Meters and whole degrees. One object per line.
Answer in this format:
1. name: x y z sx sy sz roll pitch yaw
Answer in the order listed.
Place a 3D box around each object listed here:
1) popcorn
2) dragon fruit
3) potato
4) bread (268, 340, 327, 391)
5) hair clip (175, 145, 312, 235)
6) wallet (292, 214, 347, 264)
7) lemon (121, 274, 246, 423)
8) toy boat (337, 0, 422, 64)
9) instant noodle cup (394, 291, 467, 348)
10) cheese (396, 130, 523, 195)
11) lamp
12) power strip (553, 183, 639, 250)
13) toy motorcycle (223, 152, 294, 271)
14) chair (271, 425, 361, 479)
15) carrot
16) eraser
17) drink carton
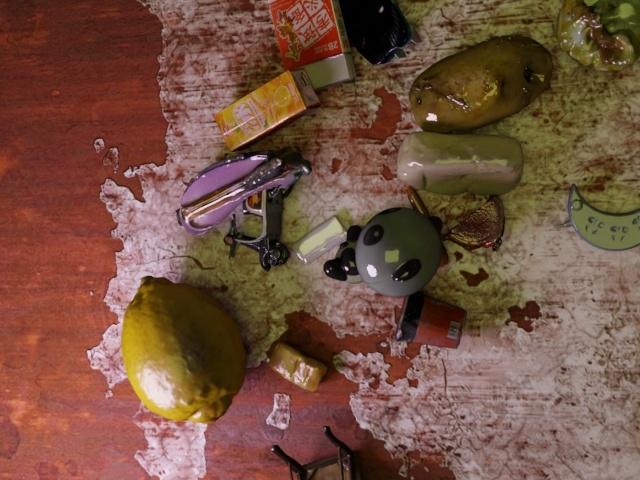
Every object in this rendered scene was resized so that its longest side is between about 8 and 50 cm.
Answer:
1. popcorn: 0.560 -0.417 1.740 0.197 0.213 0.198 4 129 5
2. dragon fruit: 0.340 -0.016 1.880 0.147 0.102 0.096 -38 88 10
3. potato: 0.328 -0.315 1.828 0.300 0.140 0.173 -19 60 14
4. bread: -0.052 0.284 2.025 0.132 0.053 0.074 30 101 11
5. hair clip: -0.184 -0.122 1.942 0.358 0.096 0.110 -22 114 33
6. wallet: 0.000 0.000 2.001 0.122 0.025 0.061 -34 93 14
7. lemon: -0.307 0.245 1.980 0.316 0.285 0.285 44 106 39
8. toy boat: 0.098 -0.521 1.900 0.134 0.092 0.299 -38 78 45
9. instant noodle cup: 0.237 0.173 1.915 0.135 0.127 0.127 14 99 4
10. cheese: 0.286 -0.161 1.850 0.262 0.159 0.093 3 67 13
11. lamp: 0.138 0.027 1.877 0.243 0.197 0.198 -8 94 41
12. power strip: 0.590 -0.047 1.839 0.215 0.044 0.137 2 96 13
13. toy motorcycle: -0.140 -0.062 2.000 0.157 0.091 0.263 2 94 22
14. chair: 0.030 0.573 1.997 0.160 0.319 0.186 -23 45 13
15. carrot: 0.231 -0.032 1.937 0.037 0.037 0.190 -22 86 15
16. eraser: -0.020 -0.442 1.930 0.157 0.038 0.230 -11 95 33
17. drink carton: -0.119 -0.284 1.955 0.222 0.071 0.096 -26 89 30
